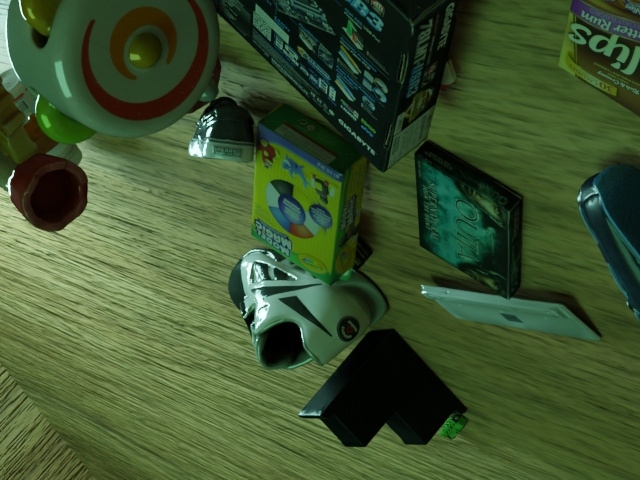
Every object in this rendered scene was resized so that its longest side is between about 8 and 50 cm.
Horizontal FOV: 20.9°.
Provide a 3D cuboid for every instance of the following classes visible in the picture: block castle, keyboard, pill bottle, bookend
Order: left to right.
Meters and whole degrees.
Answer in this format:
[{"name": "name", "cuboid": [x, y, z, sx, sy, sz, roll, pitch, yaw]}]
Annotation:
[{"name": "block castle", "cuboid": [-0.321, -0.254, 1.889, 0.213, 0.303, 0.453, 29, 156, 45]}, {"name": "pill bottle", "cuboid": [-0.413, -0.165, 2.500, 0.087, 0.087, 0.160, 14, 145, 50]}, {"name": "bookend", "cuboid": [0.083, 0.227, 2.305, 0.157, 0.156, 0.072, 47, 158, -14]}, {"name": "keyboard", "cuboid": [0.213, 0.082, 1.990, 0.072, 0.014, 0.256, 33, 166, -31]}]

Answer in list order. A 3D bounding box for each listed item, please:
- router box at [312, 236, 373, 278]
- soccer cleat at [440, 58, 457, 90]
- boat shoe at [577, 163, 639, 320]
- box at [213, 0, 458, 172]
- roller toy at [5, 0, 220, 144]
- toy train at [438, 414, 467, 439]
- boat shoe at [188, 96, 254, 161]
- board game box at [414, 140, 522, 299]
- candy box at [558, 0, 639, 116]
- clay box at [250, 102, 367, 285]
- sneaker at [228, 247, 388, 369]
[{"name": "router box", "cuboid": [0.000, 0.000, 2.175, 0.092, 0.038, 0.122, 49, 158, -14]}, {"name": "soccer cleat", "cuboid": [0.098, -0.173, 1.698, 0.083, 0.029, 0.035, 25, 141, 35]}, {"name": "boat shoe", "cuboid": [0.334, 0.038, 1.628, 0.258, 0.109, 0.089, 62, 163, -5]}, {"name": "box", "cuboid": [-0.005, -0.240, 1.634, 0.295, 0.073, 0.293, 45, 159, 16]}, {"name": "roller toy", "cuboid": [-0.206, -0.208, 1.755, 0.146, 0.191, 0.209, 28, 138, 50]}, {"name": "toy train", "cuboid": [0.182, 0.256, 2.382, 0.024, 0.017, 0.083, 29, 158, 3]}, {"name": "boat shoe", "cuboid": [-0.115, -0.133, 2.066, 0.080, 0.076, 0.228, 6, -177, -4]}, {"name": "board game box", "cuboid": [0.161, -0.019, 1.882, 0.126, 0.026, 0.186, 33, 157, 23]}, {"name": "candy box", "cuboid": [0.257, -0.177, 1.383, 0.109, 0.053, 0.186, 34, 159, 17]}, {"name": "clay box", "cuboid": [-0.017, -0.042, 2.041, 0.127, 0.053, 0.222, 32, 142, 23]}, {"name": "sneaker", "cuboid": [-0.059, 0.101, 2.329, 0.122, 0.146, 0.330, 49, 159, -21]}]
